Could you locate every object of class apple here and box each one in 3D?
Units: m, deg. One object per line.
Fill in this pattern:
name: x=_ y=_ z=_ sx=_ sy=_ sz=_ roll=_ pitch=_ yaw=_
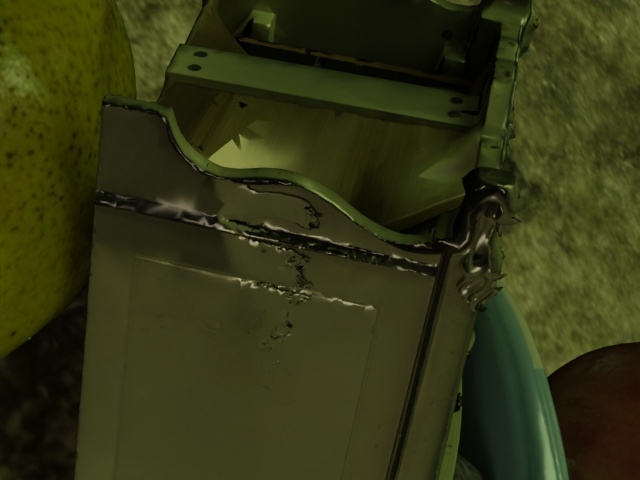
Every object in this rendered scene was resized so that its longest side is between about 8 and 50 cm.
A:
apple: x=0.265 y=0.222 z=1.218 sx=0.305 sy=0.235 sz=0.306 roll=-24 pitch=119 yaw=-54

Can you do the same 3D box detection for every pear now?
pear: x=-0.244 y=-0.072 z=0.857 sx=0.294 sy=0.294 sz=0.294 roll=24 pitch=52 yaw=-35

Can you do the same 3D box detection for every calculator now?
calculator: x=0.113 y=0.164 z=1.151 sx=0.042 sy=0.188 sz=0.303 roll=7 pitch=61 yaw=-27

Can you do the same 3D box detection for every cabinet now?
cabinet: x=0.000 y=0.000 z=0.946 sx=0.227 sy=0.318 sz=0.290 roll=13 pitch=37 yaw=4

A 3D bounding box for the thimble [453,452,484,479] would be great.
thimble: x=0.043 y=0.205 z=1.089 sx=0.097 sy=0.150 sz=0.150 roll=24 pitch=52 yaw=-38
